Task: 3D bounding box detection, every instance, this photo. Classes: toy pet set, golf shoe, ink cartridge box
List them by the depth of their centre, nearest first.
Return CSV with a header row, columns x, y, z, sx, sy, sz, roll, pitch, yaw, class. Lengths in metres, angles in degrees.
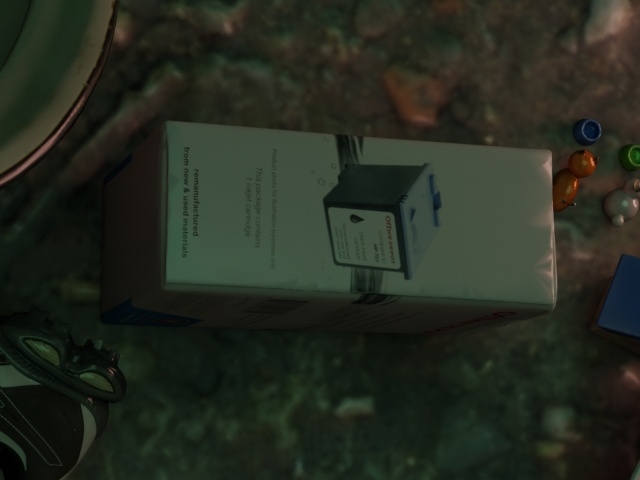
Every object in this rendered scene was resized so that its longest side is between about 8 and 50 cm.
x,y,z,sx,sy,sz,roll,pitch,yaw,class
-0.192,0.054,0.861,0.198,0.077,0.094,29,75,-12,golf shoe
0.000,0.000,0.896,0.191,0.139,0.082,2,81,-19,ink cartridge box
0.184,0.004,0.996,0.122,0.065,0.114,27,76,-13,toy pet set

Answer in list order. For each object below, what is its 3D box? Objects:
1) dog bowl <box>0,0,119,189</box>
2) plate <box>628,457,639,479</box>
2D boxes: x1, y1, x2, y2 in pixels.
x,y,z,sx,sy,sz,roll,pitch,yaw,class
-0.289,-0.143,0.737,0.408,0.150,0.408,24,47,-28,dog bowl
0.264,0.167,0.991,0.278,0.045,0.277,32,79,-22,plate
